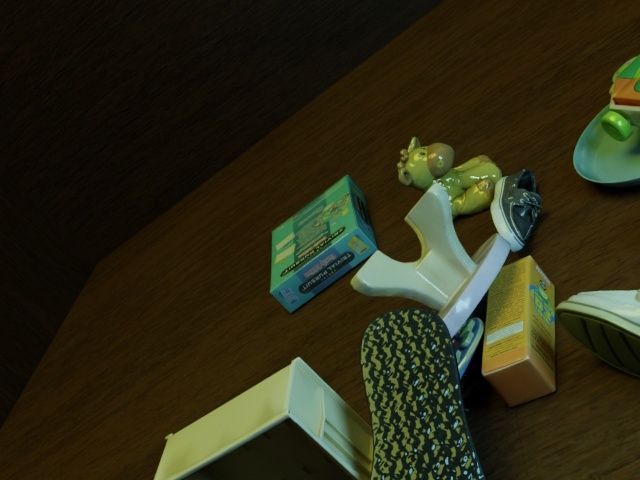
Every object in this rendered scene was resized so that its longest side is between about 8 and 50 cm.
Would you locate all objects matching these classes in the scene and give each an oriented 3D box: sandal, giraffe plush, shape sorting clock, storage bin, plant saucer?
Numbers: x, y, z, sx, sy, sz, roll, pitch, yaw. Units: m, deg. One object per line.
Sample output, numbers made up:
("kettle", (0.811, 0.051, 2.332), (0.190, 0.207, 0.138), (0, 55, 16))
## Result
("sandal", (0.133, 0.297, 1.036), (0.168, 0.107, 0.445), (-5, 54, 11))
("giraffe plush", (0.241, -0.130, 1.670), (0.210, 0.170, 0.181), (-38, 21, 11))
("shape sorting clock", (0.171, 0.194, 1.237), (0.206, 0.040, 0.206), (-47, -2, -2))
("storage bin", (-0.055, 0.335, 1.144), (0.262, 0.260, 0.123), (-34, 23, 21))
("plant saucer", (0.576, -0.193, 1.374), (0.318, 0.043, 0.317), (-36, 20, 16))

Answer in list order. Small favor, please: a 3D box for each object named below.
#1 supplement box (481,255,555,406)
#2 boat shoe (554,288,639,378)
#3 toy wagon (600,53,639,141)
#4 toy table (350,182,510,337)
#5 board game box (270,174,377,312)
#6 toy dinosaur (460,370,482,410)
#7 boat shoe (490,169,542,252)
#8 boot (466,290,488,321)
("supplement box", (0.292, 0.126, 1.199), (0.080, 0.078, 0.233), (-30, 24, 29))
("boat shoe", (0.423, 0.104, 0.974), (0.103, 0.113, 0.302), (-48, 32, -18))
("toy wagon", (0.585, -0.273, 1.360), (0.267, 0.068, 0.344), (-43, 20, -3))
("toy table", (0.168, 0.042, 1.265), (0.252, 0.161, 0.274), (-53, -4, 35))
("board game box", (0.000, 0.000, 1.978), (0.254, 0.079, 0.336), (-37, 21, 14))
("toy dinosaur", (0.201, 0.239, 1.223), (0.082, 0.047, 0.090), (-49, -14, 6))
("boat shoe", (0.359, -0.062, 1.467), (0.076, 0.080, 0.228), (-33, 15, 27))
("boot", (0.246, 0.129, 1.338), (0.118, 0.042, 0.087), (-19, 37, 49))
